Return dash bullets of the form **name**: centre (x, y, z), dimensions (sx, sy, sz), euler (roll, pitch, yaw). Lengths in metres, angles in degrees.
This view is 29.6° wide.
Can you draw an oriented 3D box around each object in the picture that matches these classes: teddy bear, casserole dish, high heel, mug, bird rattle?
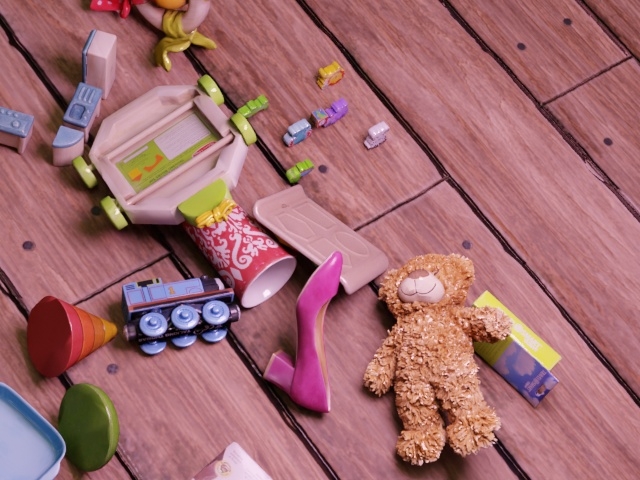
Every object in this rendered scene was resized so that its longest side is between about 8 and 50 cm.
- **teddy bear**: centre (0.172, 0.174, 1.846), dimensions (0.113, 0.245, 0.338), euler (22, 72, -45)
- **casserole dish**: centre (-0.454, 0.287, 1.745), dimensions (0.188, 0.037, 0.114), euler (40, 61, 11)
- **high heel**: centre (0.009, 0.140, 1.828), dimensions (0.117, 0.082, 0.244), euler (29, 102, 12)
- **mug**: centre (-0.128, 0.012, 1.945), dimensions (0.113, 0.150, 0.169), euler (-47, 70, 8)
- **bird rattle**: centre (-0.273, -0.430, 2.101), dimensions (0.253, 0.207, 0.143), euler (51, 45, 7)

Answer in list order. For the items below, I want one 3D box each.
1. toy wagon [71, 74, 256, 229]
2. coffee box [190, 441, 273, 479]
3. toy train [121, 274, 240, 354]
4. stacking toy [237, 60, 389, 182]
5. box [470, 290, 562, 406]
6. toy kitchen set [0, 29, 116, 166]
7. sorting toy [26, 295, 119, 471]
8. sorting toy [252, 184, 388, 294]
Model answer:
- **toy wagon**: centre (-0.232, -0.117, 1.925), dimensions (0.267, 0.068, 0.344), euler (-34, 51, -8)
- **coffee box**: centre (-0.193, 0.433, 1.640), dimensions (0.119, 0.168, 0.297), euler (43, 61, 13)
- **toy train**: centre (-0.219, 0.107, 1.872), dimensions (0.184, 0.080, 0.105), euler (-10, 58, -17)
- **stacking toy**: centre (-0.010, -0.204, 2.108), dimensions (0.221, 0.052, 0.167), euler (-28, 68, -22)
- **box**: centre (0.303, 0.172, 1.922), dimensions (0.178, 0.109, 0.042), euler (43, 60, 13)
- **toy kitchen set**: centre (-0.448, -0.250, 1.998), dimensions (0.166, 0.122, 0.207), euler (17, 59, -2)
- **sorting toy**: centre (-0.309, 0.245, 1.781), dimensions (0.126, 0.127, 0.366), euler (-3, 60, -47)
- **sorting toy**: centre (0.000, 0.000, 1.952), dimensions (0.208, 0.038, 0.193), euler (41, 23, 10)
